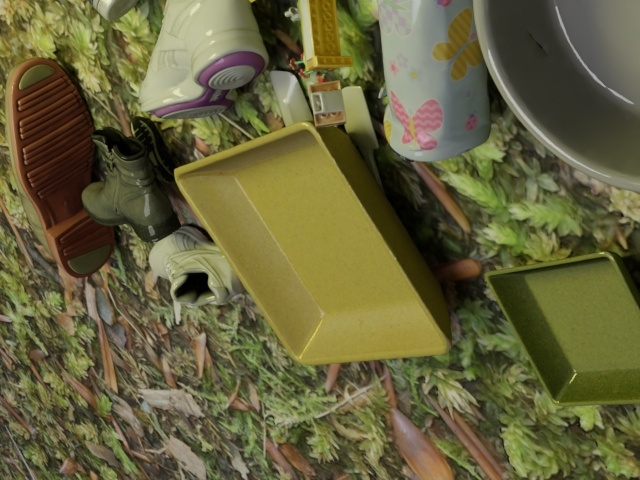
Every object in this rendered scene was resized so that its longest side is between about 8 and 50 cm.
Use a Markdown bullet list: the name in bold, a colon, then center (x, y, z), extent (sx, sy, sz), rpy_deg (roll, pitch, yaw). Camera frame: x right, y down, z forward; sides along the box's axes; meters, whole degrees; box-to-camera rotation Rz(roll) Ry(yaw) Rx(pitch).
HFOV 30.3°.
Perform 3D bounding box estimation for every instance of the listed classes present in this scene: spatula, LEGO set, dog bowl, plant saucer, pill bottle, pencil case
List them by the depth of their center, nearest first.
- **dog bowl**: center (0.283, -0.194, 1.023), extent (0.348, 0.102, 0.349), rpy_deg (28, 139, 28)
- **pencil case**: center (0.109, -0.216, 1.190), extent (0.124, 0.113, 0.273), rpy_deg (43, 150, 46)
- **plant saucer**: center (0.299, 0.093, 1.310), extent (0.188, 0.045, 0.188), rpy_deg (-13, 111, 53)
- **LEGO set**: center (-0.050, -0.258, 1.331), extent (0.287, 0.132, 0.107), rpy_deg (53, 154, -13)
- **spatula**: center (0.021, -0.097, 1.480), extent (0.168, 0.019, 0.242), rpy_deg (14, 134, 40)
- **plant saucer**: center (0.000, 0.000, 1.514), extent (0.332, 0.081, 0.333), rpy_deg (-13, 115, 53)
- **pill bottle**: center (-0.297, -0.353, 1.560), extent (0.120, 0.067, 0.067), rpy_deg (46, 145, 7)

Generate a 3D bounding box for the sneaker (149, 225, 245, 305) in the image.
- **sneaker**: center (-0.196, 0.045, 1.759), extent (0.232, 0.115, 0.090), rpy_deg (4, 124, 46)

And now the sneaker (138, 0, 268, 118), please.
- **sneaker**: center (-0.151, -0.243, 1.488), extent (0.305, 0.114, 0.152), rpy_deg (-23, 76, 60)

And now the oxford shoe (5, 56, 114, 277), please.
- **oxford shoe**: center (-0.443, -0.120, 1.876), extent (0.146, 0.140, 0.397), rpy_deg (32, 139, 37)

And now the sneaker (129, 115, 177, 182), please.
- **sneaker**: center (-0.253, -0.131, 1.734), extent (0.043, 0.040, 0.109), rpy_deg (-3, 118, 52)

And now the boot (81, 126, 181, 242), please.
- **boot**: center (-0.299, -0.101, 1.757), extent (0.246, 0.083, 0.161), rpy_deg (20, 135, 50)
